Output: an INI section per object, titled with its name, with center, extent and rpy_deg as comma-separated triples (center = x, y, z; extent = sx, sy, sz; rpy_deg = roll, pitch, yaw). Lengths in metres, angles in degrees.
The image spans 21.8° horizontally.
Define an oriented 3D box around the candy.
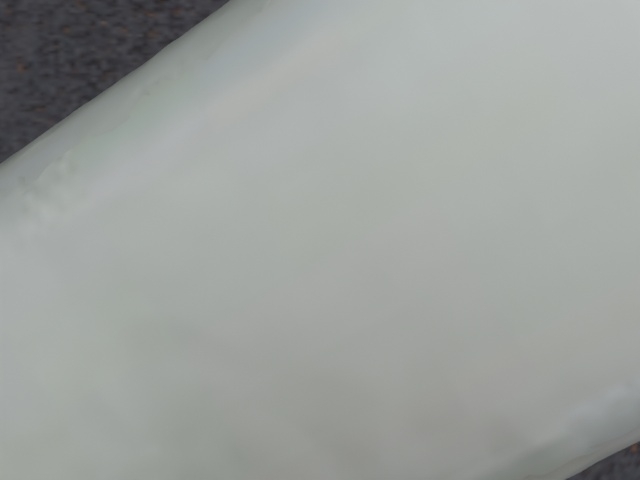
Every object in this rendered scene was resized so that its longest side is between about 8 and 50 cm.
[candy]
center = -0.002, -0.001, 0.495
extent = 0.358, 0.208, 0.145
rpy_deg = -31, 98, 23
